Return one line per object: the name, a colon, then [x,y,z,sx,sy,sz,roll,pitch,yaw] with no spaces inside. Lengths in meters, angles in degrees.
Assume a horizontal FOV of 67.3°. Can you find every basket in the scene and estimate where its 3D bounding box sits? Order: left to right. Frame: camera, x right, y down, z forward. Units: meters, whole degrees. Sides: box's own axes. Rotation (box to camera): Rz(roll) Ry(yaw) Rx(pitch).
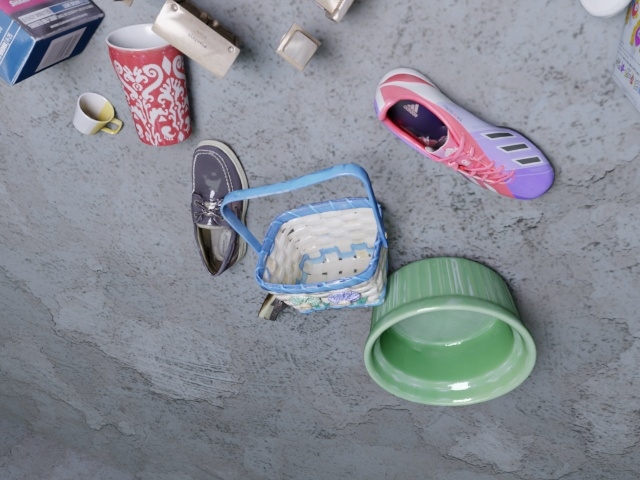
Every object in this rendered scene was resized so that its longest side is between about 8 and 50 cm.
basket: [0.000,0.000,0.843,0.255,0.201,0.288,-10,133,23]

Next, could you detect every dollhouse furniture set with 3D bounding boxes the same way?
dollhouse furniture set: [-0.092,-0.413,0.625,0.303,0.173,0.355,30,108,-23]

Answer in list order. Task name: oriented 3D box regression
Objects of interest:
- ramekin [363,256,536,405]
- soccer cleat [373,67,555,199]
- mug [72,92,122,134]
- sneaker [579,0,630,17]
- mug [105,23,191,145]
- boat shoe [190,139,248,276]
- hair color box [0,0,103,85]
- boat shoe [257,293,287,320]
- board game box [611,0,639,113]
ramekin: [0.237,0.173,0.925,0.304,0.148,0.303,4,131,4]
soccer cleat: [0.218,-0.140,0.730,0.318,0.116,0.108,31,128,-9]
mug: [-0.417,-0.221,0.884,0.078,0.062,0.064,48,132,-13]
sneaker: [0.296,-0.359,0.533,0.090,0.115,0.232,10,130,50]
mug: [-0.278,-0.262,0.803,0.113,0.150,0.169,-16,134,-18]
boat shoe: [-0.200,-0.051,0.930,0.103,0.092,0.285,10,128,8]
hair color box: [-0.520,-0.411,0.692,0.105,0.173,0.347,-34,112,33]
boat shoe: [-0.093,0.131,1.068,0.049,0.056,0.152,25,139,-10]
board game box: [0.446,-0.297,0.529,0.142,0.144,0.275,2,128,14]
